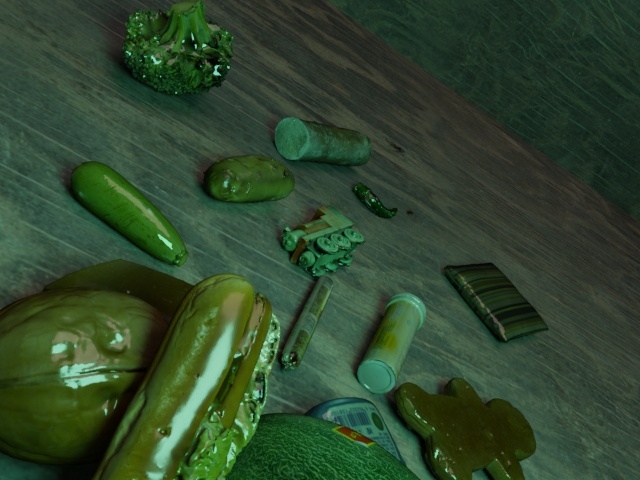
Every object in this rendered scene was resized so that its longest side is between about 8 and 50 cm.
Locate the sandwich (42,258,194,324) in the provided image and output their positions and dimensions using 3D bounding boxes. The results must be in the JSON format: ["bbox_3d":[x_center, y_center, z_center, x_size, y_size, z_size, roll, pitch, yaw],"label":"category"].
[{"bbox_3d":[-0.209,0.093,0.819,0.257,0.094,0.096,26,35,-27],"label":"sandwich"}]

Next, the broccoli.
[{"bbox_3d":[-0.266,-0.368,1.333,0.198,0.226,0.176,52,-13,25],"label":"broccoli"}]

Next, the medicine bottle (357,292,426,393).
[{"bbox_3d":[0.118,0.165,1.141,0.074,0.074,0.218,40,30,0],"label":"medicine bottle"}]

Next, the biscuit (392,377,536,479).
[{"bbox_3d":[0.244,0.309,1.105,0.301,0.049,0.197,9,45,-44],"label":"biscuit"}]

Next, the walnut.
[{"bbox_3d":[-0.233,0.128,0.668,0.207,0.167,0.167,5,43,-43],"label":"walnut"}]

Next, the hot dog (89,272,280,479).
[{"bbox_3d":[-0.123,0.191,0.615,0.100,0.135,0.338,15,64,21],"label":"hot dog"}]

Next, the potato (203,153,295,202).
[{"bbox_3d":[-0.128,-0.105,1.220,0.105,0.085,0.188,30,25,30],"label":"potato"}]

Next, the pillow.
[{"bbox_3d":[0.391,0.132,1.540,0.208,0.052,0.212,-1,45,-48],"label":"pillow"}]

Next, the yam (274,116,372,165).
[{"bbox_3d":[0.014,-0.215,1.550,0.259,0.093,0.093,-2,48,-52],"label":"yam"}]

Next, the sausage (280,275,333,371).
[{"bbox_3d":[-0.018,0.120,1.078,0.032,0.033,0.269,37,28,-5],"label":"sausage"}]

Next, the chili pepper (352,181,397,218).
[{"bbox_3d":[0.123,-0.085,1.550,0.117,0.035,0.056,31,45,-8],"label":"chili pepper"}]

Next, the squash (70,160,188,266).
[{"bbox_3d":[-0.266,-0.036,0.974,0.201,0.066,0.066,42,28,-3],"label":"squash"}]

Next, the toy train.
[{"bbox_3d":[0.000,0.000,1.244,0.118,0.074,0.175,40,31,21],"label":"toy train"}]

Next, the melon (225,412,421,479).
[{"bbox_3d":[0.012,0.282,0.685,0.287,0.183,0.182,26,22,24],"label":"melon"}]

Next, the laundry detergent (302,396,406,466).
[{"bbox_3d":[0.069,0.332,0.823,0.143,0.094,0.290,17,38,-49],"label":"laundry detergent"}]
